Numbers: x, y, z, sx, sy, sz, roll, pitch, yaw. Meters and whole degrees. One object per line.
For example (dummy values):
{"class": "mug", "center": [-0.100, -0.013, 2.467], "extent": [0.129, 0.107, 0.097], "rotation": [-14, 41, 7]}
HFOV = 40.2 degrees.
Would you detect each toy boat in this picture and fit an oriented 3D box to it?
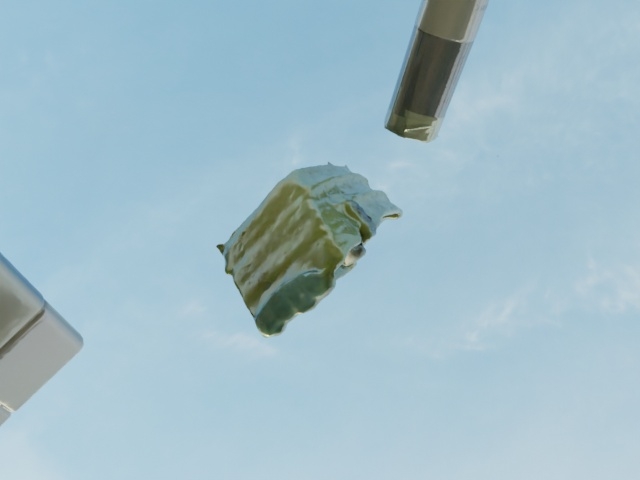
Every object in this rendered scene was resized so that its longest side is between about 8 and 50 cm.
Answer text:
{"class": "toy boat", "center": [-0.005, -0.004, 0.690], "extent": [0.084, 0.276, 0.111], "rotation": [45, -74, 3]}

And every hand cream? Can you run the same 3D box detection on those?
{"class": "hand cream", "center": [0.109, -0.197, 0.674], "extent": [0.048, 0.079, 0.255], "rotation": [30, -58, 22]}

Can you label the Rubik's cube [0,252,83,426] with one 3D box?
{"class": "Rubik's cube", "center": [-0.521, 0.064, 0.887], "extent": [0.347, 0.347, 0.344], "rotation": [37, -107, 25]}
